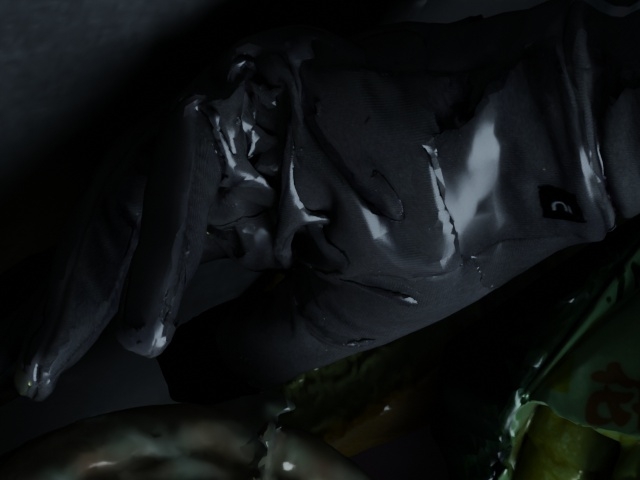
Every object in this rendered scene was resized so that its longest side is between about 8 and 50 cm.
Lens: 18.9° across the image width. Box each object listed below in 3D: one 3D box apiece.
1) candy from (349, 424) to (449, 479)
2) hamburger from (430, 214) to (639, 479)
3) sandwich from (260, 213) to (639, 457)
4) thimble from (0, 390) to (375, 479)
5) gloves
[{"bbox_3d":[0.047,0.181,1.005,0.208,0.145,0.359,-35,159,-25],"label":"candy"},{"bbox_3d":[0.136,0.096,0.768,0.235,0.125,0.214,-44,142,-19],"label":"hamburger"},{"bbox_3d":[0.073,0.011,0.822,0.244,0.090,0.088,-25,156,-12],"label":"sandwich"},{"bbox_3d":[-0.048,0.169,0.685,0.196,0.229,0.148,-35,-178,-22],"label":"thimble"},{"bbox_3d":[0.004,-0.008,0.666,0.285,0.119,0.142,-20,132,6],"label":"gloves"}]
